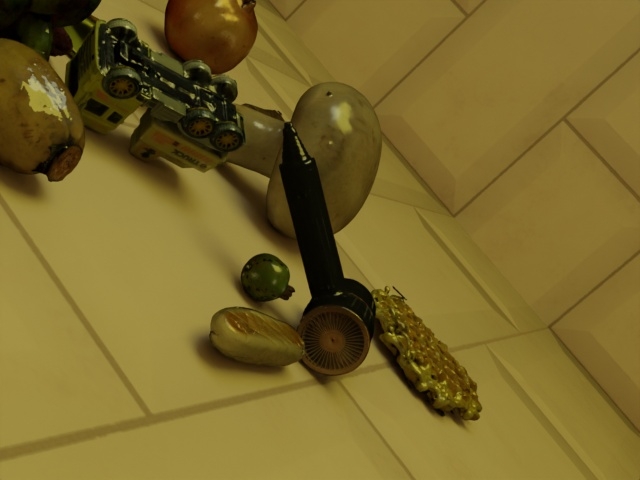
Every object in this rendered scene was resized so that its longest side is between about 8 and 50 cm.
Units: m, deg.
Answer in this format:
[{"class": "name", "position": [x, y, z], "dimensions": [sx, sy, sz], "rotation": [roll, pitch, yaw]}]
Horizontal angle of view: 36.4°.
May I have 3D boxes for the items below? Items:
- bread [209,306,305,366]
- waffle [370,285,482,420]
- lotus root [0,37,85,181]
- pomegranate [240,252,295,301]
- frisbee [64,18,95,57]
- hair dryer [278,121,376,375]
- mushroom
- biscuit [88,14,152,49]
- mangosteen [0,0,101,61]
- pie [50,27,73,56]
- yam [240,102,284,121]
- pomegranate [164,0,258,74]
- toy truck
[{"class": "bread", "position": [-0.083, 0.123, 1.210], "dimensions": [0.073, 0.053, 0.214], "rotation": [57, 14, 23]}, {"class": "waffle", "position": [0.186, 0.207, 1.747], "dimensions": [0.280, 0.060, 0.262], "rotation": [56, 14, 28]}, {"class": "lotus root", "position": [-0.350, -0.162, 1.088], "dimensions": [0.221, 0.118, 0.125], "rotation": [51, -2, 4]}, {"class": "pomegranate", "position": [-0.077, 0.056, 1.384], "dimensions": [0.073, 0.073, 0.084], "rotation": [55, -5, 27]}, {"class": "frisbee", "position": [-0.374, -0.320, 1.623], "dimensions": [0.236, 0.017, 0.236], "rotation": [43, 16, -15]}, {"class": "hair dryer", "position": [0.000, 0.000, 1.401], "dimensions": [0.189, 0.107, 0.352], "rotation": [-59, 137, -77]}, {"class": "mushroom", "position": [-0.046, -0.150, 1.722], "dimensions": [0.290, 0.293, 0.292], "rotation": [20, 11, 11]}, {"class": "biscuit", "position": [-0.289, -0.321, 1.669], "dimensions": [0.237, 0.013, 0.232], "rotation": [33, 5, 30]}, {"class": "mangosteen", "position": [-0.408, -0.379, 1.169], "dimensions": [0.311, 0.311, 0.311], "rotation": [43, 15, -15]}, {"class": "pie", "position": [-0.410, -0.322, 1.379], "dimensions": [0.154, 0.036, 0.154], "rotation": [42, -15, 14]}, {"class": "yam", "position": [-0.126, -0.234, 1.987], "dimensions": [0.084, 0.084, 0.127], "rotation": [51, 19, 14]}, {"class": "pomegranate", "position": [-0.229, -0.450, 2.039], "dimensions": [0.209, 0.209, 0.209], "rotation": [43, 15, -15]}, {"class": "toy truck", "position": [-0.241, -0.190, 1.403], "dimensions": [0.272, 0.157, 0.124], "rotation": [25, 41, -39]}]
